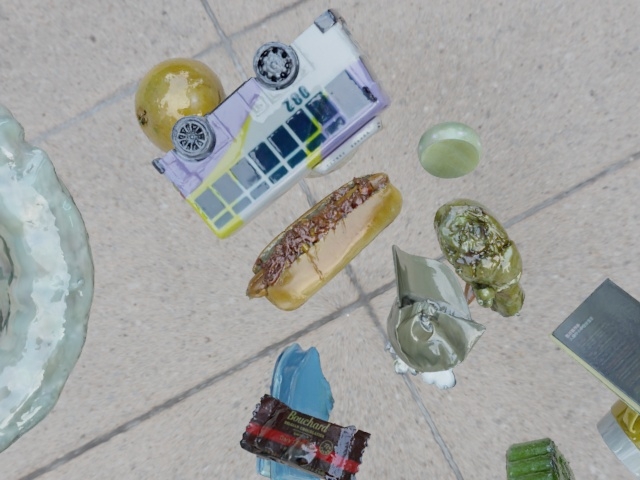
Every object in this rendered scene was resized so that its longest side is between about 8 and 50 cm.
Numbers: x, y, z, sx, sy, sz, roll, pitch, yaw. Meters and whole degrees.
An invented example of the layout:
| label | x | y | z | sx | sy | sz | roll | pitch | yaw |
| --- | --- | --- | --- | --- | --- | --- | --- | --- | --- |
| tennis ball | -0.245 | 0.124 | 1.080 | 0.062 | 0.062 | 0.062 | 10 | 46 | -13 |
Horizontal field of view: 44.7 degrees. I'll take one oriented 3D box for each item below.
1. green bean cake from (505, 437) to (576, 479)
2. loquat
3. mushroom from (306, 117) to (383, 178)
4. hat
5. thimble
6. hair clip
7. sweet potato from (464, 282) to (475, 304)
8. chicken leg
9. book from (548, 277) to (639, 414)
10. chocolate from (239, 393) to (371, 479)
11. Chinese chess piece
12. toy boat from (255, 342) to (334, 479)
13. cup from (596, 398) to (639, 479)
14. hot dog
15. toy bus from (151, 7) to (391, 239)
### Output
| label | x | y | z | sx | sy | sz | roll | pitch | yaw |
| --- | --- | --- | --- | --- | --- | --- | --- | --- | --- |
| green bean cake | 0.433 | 0.500 | 1.480 | 0.113 | 0.200 | 0.214 | -20 | 128 | 22 |
| loquat | -0.351 | -0.343 | 2.019 | 0.263 | 0.263 | 0.263 | 0 | 85 | 2 |
| mushroom | 0.012 | -0.290 | 1.884 | 0.290 | 0.298 | 0.297 | 1 | 83 | -40 |
| hat | 0.151 | 0.108 | 1.238 | 0.166 | 0.173 | 0.144 | 18 | 109 | -27 |
| thimble | -0.316 | 0.023 | 0.570 | 0.292 | 0.195 | 0.291 | -4 | 96 | -36 |
| hair clip | 0.215 | 0.236 | 1.604 | 0.172 | 0.049 | 0.116 | 18 | 102 | -15 |
| sweet potato | 0.309 | 0.093 | 1.583 | 0.034 | 0.034 | 0.095 | 27 | 69 | 4 |
| chicken leg | 0.210 | 0.037 | 0.966 | 0.088 | 0.103 | 0.227 | -37 | 127 | -3 |
| book | 0.511 | 0.180 | 1.267 | 0.160 | 0.024 | 0.228 | -38 | 61 | -19 |
| chocolate | -0.023 | 0.255 | 0.990 | 0.182 | 0.028 | 0.086 | 13 | 68 | 39 |
| Chinese chess piece | 0.289 | -0.202 | 1.742 | 0.144 | 0.144 | 0.058 | 2 | 52 | 2 |
| toy boat | -0.046 | 0.272 | 1.228 | 0.109 | 0.098 | 0.237 | 27 | 53 | -34 |
| cup | 0.635 | 0.323 | 1.443 | 0.226 | 0.241 | 0.185 | -46 | 43 | 18 |
| hot dog | 0.000 | 0.000 | 1.033 | 0.249 | 0.076 | 0.102 | -40 | 56 | 0 |
| toy bus | -0.075 | -0.218 | 1.496 | 0.440 | 0.209 | 0.249 | -39 | 93 | 12 |
